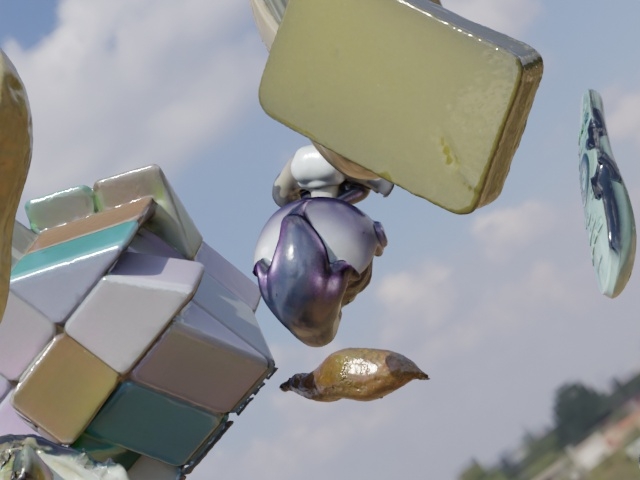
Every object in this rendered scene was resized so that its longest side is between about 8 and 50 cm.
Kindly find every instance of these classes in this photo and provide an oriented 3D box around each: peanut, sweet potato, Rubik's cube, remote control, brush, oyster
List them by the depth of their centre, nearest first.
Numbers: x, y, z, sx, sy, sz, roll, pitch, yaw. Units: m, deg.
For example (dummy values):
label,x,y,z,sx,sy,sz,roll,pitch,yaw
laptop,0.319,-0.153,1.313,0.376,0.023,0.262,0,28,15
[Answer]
label,x,y,z,sx,sy,sz,roll,pitch,yaw
brush,0.057,-0.112,1.360,0.059,0.197,0.123,-13,-53,-55
peanut,-0.284,-0.023,1.452,0.125,0.111,0.274,-44,-36,-81
oyster,-0.215,0.254,1.609,0.092,0.259,0.198,-45,-25,25
remote control,0.293,-0.052,1.982,0.045,0.256,0.097,-1,-36,-3
sweet potato,0.023,0.157,2.238,0.226,0.068,0.068,-10,11,40
Rubik's cube,-0.259,0.110,2.275,0.387,0.368,0.358,-50,8,17

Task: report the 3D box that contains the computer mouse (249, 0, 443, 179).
label,x,y,z,sx,sy,sz,roll,pitch,yaw
computer mouse,0.032,-0.158,1.536,0.145,0.236,0.082,-27,26,-10

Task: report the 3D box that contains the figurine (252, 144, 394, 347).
label,x,y,z,sx,sy,sz,roll,pitch,yaw
figurine,0.000,0.000,2.012,0.145,0.145,0.222,132,151,-53

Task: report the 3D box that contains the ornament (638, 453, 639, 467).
label,x,y,z,sx,sy,sz,roll,pitch,yaw
ornament,0.271,0.259,1.668,0.075,0.081,0.156,-80,11,-61
